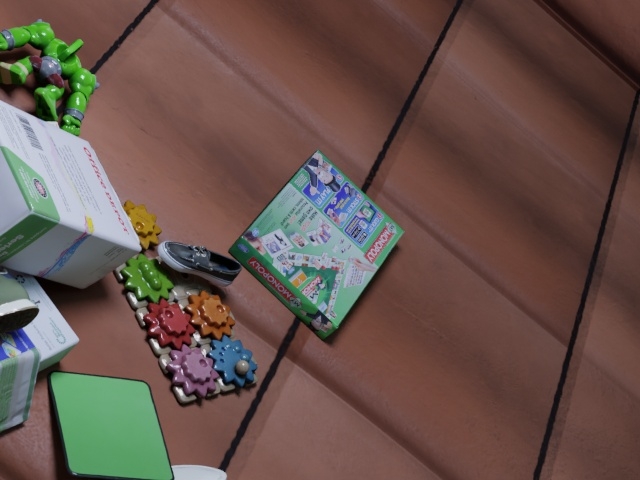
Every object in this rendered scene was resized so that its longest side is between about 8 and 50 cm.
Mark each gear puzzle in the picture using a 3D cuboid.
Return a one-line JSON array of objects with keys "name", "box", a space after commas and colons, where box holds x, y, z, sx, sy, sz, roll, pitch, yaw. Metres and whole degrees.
[{"name": "gear puzzle", "box": [-0.209, 0.076, 2.163, 0.175, 0.044, 0.339, -10, 64, -47]}]

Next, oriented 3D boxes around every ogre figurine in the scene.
[{"name": "ogre figurine", "box": [-0.417, -0.258, 2.223, 0.197, 0.097, 0.118, 36, 50, 5]}]

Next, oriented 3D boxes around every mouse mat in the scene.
[{"name": "mouse mat", "box": [-0.281, 0.248, 1.935, 0.153, 0.007, 0.189, 10, 35, -29]}]

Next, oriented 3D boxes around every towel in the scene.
[{"name": "towel", "box": [-0.418, 0.199, 1.813, 0.023, 0.113, 0.152, 28, 26, 27]}]

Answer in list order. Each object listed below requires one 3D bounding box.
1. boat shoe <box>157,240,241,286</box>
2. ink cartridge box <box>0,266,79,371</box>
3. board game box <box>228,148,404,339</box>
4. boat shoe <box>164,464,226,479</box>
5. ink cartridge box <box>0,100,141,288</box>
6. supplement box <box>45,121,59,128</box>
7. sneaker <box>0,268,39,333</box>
[{"name": "boat shoe", "box": [-0.181, 0.027, 2.179, 0.142, 0.040, 0.049, 24, 36, -37]}, {"name": "ink cartridge box", "box": [-0.479, 0.134, 1.850, 0.165, 0.065, 0.333, 54, 37, 8]}, {"name": "board game box", "box": [0.000, 0.000, 2.423, 0.213, 0.046, 0.317, 44, 38, -5]}, {"name": "boat shoe", "box": [-0.229, 0.381, 1.868, 0.319, 0.116, 0.099, -28, 121, -58]}, {"name": "ink cartridge box", "box": [-0.391, -0.062, 1.970, 0.201, 0.117, 0.278, 61, 14, 21]}, {"name": "supplement box", "box": [-0.431, -0.143, 2.155, 0.098, 0.036, 0.062, -2, 60, -43]}, {"name": "sneaker", "box": [-0.455, 0.077, 1.829, 0.192, 0.064, 0.086, -7, 54, -46]}]
